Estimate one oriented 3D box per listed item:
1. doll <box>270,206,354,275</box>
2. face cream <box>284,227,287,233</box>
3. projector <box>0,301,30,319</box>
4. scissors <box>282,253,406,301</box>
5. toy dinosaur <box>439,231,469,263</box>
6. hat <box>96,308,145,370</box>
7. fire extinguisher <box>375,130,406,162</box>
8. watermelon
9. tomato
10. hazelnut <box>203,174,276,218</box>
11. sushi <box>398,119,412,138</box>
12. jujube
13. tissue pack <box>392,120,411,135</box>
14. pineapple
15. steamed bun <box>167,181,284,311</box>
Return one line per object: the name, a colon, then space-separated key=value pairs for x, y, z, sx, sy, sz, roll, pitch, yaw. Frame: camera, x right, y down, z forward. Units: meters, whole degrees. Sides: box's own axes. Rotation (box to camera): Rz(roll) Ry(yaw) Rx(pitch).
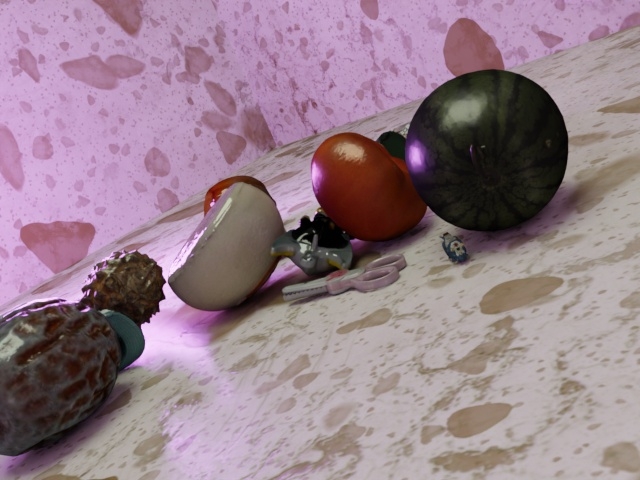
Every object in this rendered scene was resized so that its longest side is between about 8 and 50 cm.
doll: x=-0.005 y=0.000 z=1.674 sx=0.103 sy=0.145 sz=0.316 roll=-53 pitch=3 yaw=22
face cream: x=-0.207 y=0.049 z=1.962 sx=0.285 sy=0.067 sz=0.139 roll=-26 pitch=10 yaw=-5
projector: x=-0.623 y=0.258 z=1.657 sx=0.259 sy=0.079 sz=0.257 roll=28 pitch=44 yaw=32
scissors: x=0.037 y=0.075 z=1.493 sx=0.242 sy=0.030 sz=0.118 roll=-14 pitch=16 yaw=24
toy dinosaur: x=0.223 y=0.011 z=1.375 sx=0.030 sy=0.047 sz=0.083 roll=-26 pitch=14 yaw=-2
hat: x=-0.438 y=0.203 z=1.601 sx=0.191 sy=0.138 sz=0.078 roll=-29 pitch=29 yaw=-4
fire extinguisher: x=0.100 y=-0.129 z=1.905 sx=0.095 sy=0.114 sz=0.311 roll=12 pitch=-39 yaw=-25
watermelon: x=0.286 y=-0.154 z=1.420 sx=0.279 sy=0.279 sz=0.359 roll=-21 pitch=15 yaw=16
tomato: x=0.097 y=-0.103 z=1.671 sx=0.180 sy=0.260 sz=0.260 roll=-51 pitch=5 yaw=18
hazelnut: x=-0.229 y=-0.071 z=2.287 sx=0.210 sy=0.210 sz=0.186 roll=-37 pitch=-12 yaw=-44
sushi: x=0.209 y=-0.206 z=1.911 sx=0.215 sy=0.050 sz=0.192 roll=-44 pitch=47 yaw=4
jujube: x=-0.471 y=0.227 z=1.402 sx=0.246 sy=0.215 sz=0.308 roll=-52 pitch=-4 yaw=34
tissue pack: x=0.253 y=-0.224 z=2.040 sx=0.106 sy=0.148 sz=0.099 roll=-18 pitch=14 yaw=26
pineapple: x=-0.450 y=0.134 z=1.763 sx=0.175 sy=0.175 sz=0.361 roll=-33 pitch=3 yaw=-34
steamed bun: x=-0.181 y=0.028 z=1.702 sx=0.283 sy=0.177 sz=0.283 roll=-50 pitch=12 yaw=15
